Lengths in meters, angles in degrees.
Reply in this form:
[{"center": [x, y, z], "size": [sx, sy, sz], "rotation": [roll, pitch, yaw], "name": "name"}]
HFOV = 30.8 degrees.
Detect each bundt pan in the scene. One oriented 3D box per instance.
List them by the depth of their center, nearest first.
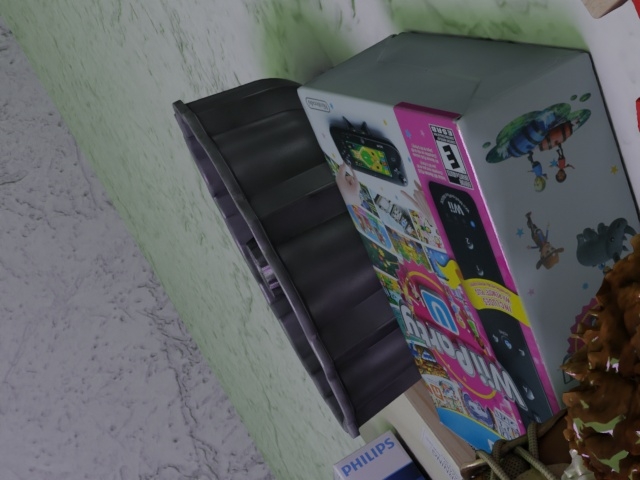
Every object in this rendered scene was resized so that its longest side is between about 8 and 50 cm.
[{"center": [0.000, 0.000, 1.019], "size": [0.331, 0.124, 0.331], "rotation": [61, 173, 12], "name": "bundt pan"}]

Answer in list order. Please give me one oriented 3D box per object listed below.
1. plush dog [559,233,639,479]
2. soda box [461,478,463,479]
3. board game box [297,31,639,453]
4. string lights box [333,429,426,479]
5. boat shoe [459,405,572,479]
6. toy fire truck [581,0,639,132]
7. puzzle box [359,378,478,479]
[{"center": [0.188, 0.073, 0.429], "size": [0.210, 0.225, 0.262], "rotation": [40, 155, 50], "name": "plush dog"}, {"center": [0.143, 0.231, 0.933], "size": [0.092, 0.083, 0.263], "rotation": [54, -173, 12], "name": "soda box"}, {"center": [0.121, 0.020, 0.787], "size": [0.224, 0.097, 0.303], "rotation": [27, 145, 63], "name": "board game box"}, {"center": [0.115, 0.339, 1.215], "size": [0.260, 0.076, 0.133], "rotation": [53, 165, 24], "name": "string lights box"}, {"center": [0.135, 0.169, 0.659], "size": [0.119, 0.324, 0.122], "rotation": [21, -164, -6], "name": "boat shoe"}, {"center": [0.149, -0.123, 0.530], "size": [0.135, 0.047, 0.192], "rotation": [42, 158, 48], "name": "toy fire truck"}, {"center": [0.160, 0.280, 1.209], "size": [0.409, 0.052, 0.272], "rotation": [53, 163, 23], "name": "puzzle box"}]
